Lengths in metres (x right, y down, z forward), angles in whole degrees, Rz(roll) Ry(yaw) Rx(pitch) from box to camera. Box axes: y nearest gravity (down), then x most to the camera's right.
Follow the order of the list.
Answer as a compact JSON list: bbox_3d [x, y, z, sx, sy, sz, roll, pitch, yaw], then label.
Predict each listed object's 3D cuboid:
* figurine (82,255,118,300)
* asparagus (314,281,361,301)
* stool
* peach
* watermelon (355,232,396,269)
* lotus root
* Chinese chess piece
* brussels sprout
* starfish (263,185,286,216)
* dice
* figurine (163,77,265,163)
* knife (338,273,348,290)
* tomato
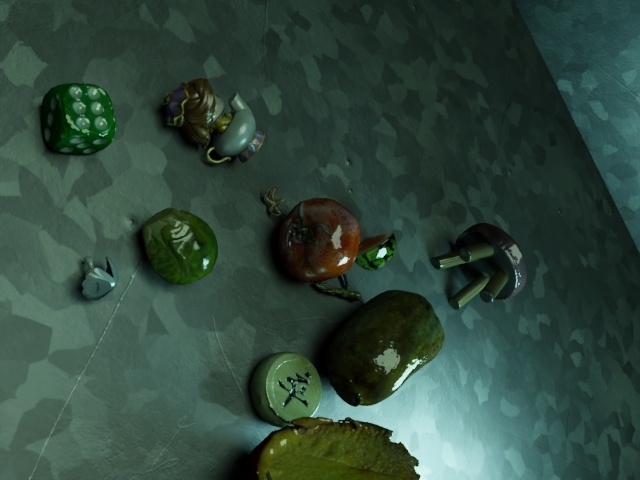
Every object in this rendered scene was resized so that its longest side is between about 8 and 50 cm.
[{"bbox_3d":[-0.479,0.082,1.469,0.082,0.086,0.094,-5,121,-27],"label":"figurine"},{"bbox_3d":[0.046,0.144,1.926,0.165,0.036,0.030,20,79,-36],"label":"asparagus"},{"bbox_3d":[0.513,0.095,2.213,0.179,0.272,0.272,-26,93,-30],"label":"stool"},{"bbox_3d":[0.027,0.578,1.511,0.353,0.417,0.339,54,43,-12],"label":"peach"},{"bbox_3d":[0.153,0.026,2.046,0.136,0.125,0.094,-12,52,-25],"label":"watermelon"},{"bbox_3d":[0.161,0.298,1.844,0.346,0.250,0.250,-39,102,-38],"label":"lotus root"},{"bbox_3d":[-0.084,0.373,1.704,0.189,0.083,0.188,14,67,-35],"label":"Chinese chess piece"},{"bbox_3d":[-0.324,0.010,1.584,0.162,0.144,0.180,-23,106,-9],"label":"brussels sprout"},{"bbox_3d":[-0.126,-0.107,1.868,0.078,0.028,0.091,21,60,-41],"label":"starfish"},{"bbox_3d":[-0.534,-0.268,1.504,0.131,0.120,0.128,-3,77,-43],"label":"dice"},{"bbox_3d":[-0.275,-0.309,1.733,0.263,0.142,0.189,33,79,-28],"label":"figurine"},{"bbox_3d":[0.055,0.088,1.965,0.031,0.018,0.121,-23,91,-50],"label":"knife"},{"bbox_3d":[0.004,0.000,1.822,0.189,0.232,0.231,28,56,-61],"label":"tomato"}]
